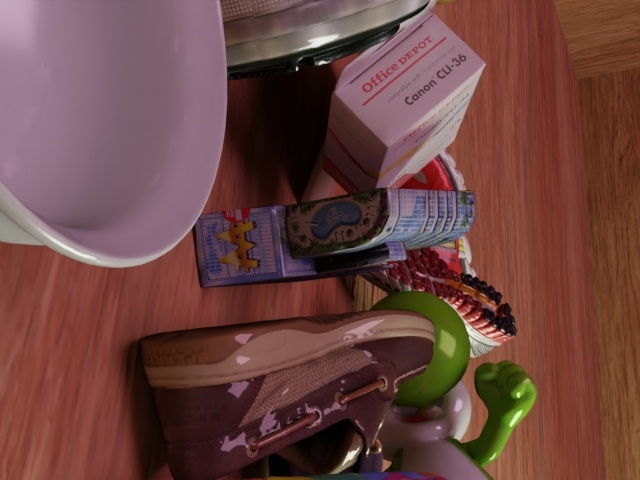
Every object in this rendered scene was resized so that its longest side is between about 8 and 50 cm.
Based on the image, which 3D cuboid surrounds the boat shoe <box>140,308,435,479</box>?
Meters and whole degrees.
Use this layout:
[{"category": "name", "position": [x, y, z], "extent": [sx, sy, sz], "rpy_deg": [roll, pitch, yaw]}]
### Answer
[{"category": "boat shoe", "position": [-0.009, 0.120, 0.884], "extent": [0.342, 0.123, 0.123], "rpy_deg": [2, 81, -62]}]

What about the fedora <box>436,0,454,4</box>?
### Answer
[{"category": "fedora", "position": [0.081, -0.301, 0.993], "extent": [0.194, 0.079, 0.194], "rpy_deg": [-6, 100, -35]}]

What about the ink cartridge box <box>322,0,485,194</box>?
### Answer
[{"category": "ink cartridge box", "position": [0.068, -0.111, 0.969], "extent": [0.067, 0.115, 0.198], "rpy_deg": [46, -14, 12]}]

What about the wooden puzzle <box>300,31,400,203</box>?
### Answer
[{"category": "wooden puzzle", "position": [0.053, -0.165, 1.135], "extent": [0.238, 0.044, 0.221], "rpy_deg": [-70, -177, -50]}]

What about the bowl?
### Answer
[{"category": "bowl", "position": [-0.166, -0.124, 0.553], "extent": [0.298, 0.134, 0.298], "rpy_deg": [-10, 90, -70]}]

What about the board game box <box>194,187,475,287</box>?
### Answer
[{"category": "board game box", "position": [0.000, 0.000, 0.935], "extent": [0.194, 0.194, 0.060], "rpy_deg": [-4, 85, -56]}]

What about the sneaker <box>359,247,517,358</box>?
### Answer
[{"category": "sneaker", "position": [0.104, 0.067, 1.228], "extent": [0.225, 0.093, 0.088], "rpy_deg": [34, 32, -23]}]

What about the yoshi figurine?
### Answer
[{"category": "yoshi figurine", "position": [0.103, 0.191, 1.051], "extent": [0.203, 0.203, 0.362], "rpy_deg": [18, 38, -36]}]

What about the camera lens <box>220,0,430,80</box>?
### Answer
[{"category": "camera lens", "position": [-0.043, -0.267, 0.824], "extent": [0.219, 0.219, 0.274], "rpy_deg": [-56, 133, -62]}]

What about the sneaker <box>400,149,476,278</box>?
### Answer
[{"category": "sneaker", "position": [0.110, 0.000, 1.313], "extent": [0.118, 0.107, 0.279], "rpy_deg": [-41, 116, -51]}]

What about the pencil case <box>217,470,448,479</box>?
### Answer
[{"category": "pencil case", "position": [-0.005, 0.204, 0.763], "extent": [0.236, 0.104, 0.104], "rpy_deg": [7, 73, -37]}]

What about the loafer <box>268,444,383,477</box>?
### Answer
[{"category": "loafer", "position": [-0.028, 0.261, 0.860], "extent": [0.109, 0.095, 0.302], "rpy_deg": [-59, -172, 40]}]
